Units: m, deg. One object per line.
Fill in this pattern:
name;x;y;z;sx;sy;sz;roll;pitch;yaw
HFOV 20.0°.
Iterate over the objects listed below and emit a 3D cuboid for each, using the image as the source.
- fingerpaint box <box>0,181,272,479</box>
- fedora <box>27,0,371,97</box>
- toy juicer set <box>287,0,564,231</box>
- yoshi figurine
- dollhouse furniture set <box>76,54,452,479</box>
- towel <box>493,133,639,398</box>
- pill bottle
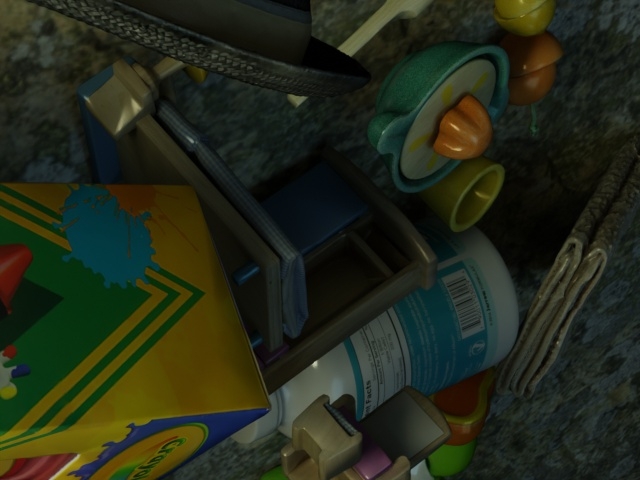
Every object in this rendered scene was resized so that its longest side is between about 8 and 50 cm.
fingerpaint box;-0.315;0.134;1.084;0.371;0.163;0.445;0;154;-47
fedora;-0.103;-0.198;0.954;0.334;0.334;0.152;11;106;-52
toy juicer set;0.117;-0.127;1.404;0.209;0.089;0.329;-53;155;3
yoshi figurine;0.047;0.250;1.758;0.203;0.203;0.362;-9;141;-18
dollhouse furniture set;0.000;0.000;1.295;0.198;0.286;0.303;-35;155;-17
towel;0.243;0.024;1.688;0.187;0.049;0.282;-65;172;31
pill bottle;0.029;0.082;1.554;0.264;0.146;0.146;-21;143;-28
